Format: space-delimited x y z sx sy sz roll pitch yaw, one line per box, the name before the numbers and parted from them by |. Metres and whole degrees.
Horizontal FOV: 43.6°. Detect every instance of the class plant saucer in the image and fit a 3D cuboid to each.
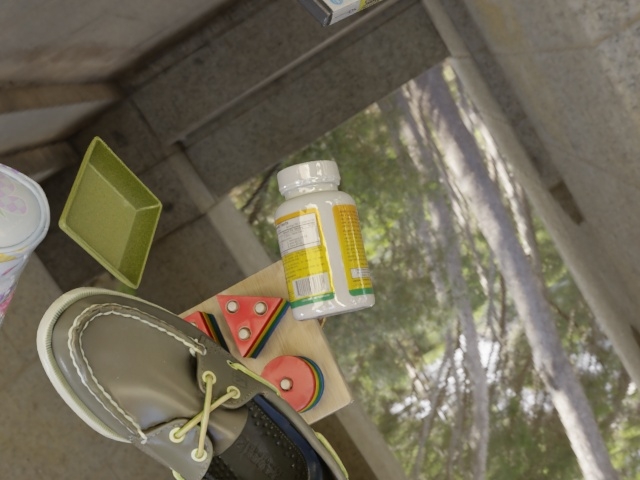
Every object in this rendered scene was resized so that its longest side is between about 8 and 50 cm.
plant saucer | -0.350 -0.041 1.312 0.045 0.188 0.188 -13 -132 24

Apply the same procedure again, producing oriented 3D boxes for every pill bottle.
pill bottle | 0.000 0.000 1.113 0.118 0.208 0.117 -11 173 -2

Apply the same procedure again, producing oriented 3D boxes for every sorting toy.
sorting toy | -0.120 0.194 1.266 0.256 0.257 0.089 -29 163 8

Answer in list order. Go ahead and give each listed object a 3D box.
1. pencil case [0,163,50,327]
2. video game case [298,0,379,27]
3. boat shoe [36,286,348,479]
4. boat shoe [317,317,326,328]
pencil case | -0.387 0.028 0.889 0.273 0.114 0.124 -44 -156 48
video game case | 0.011 -0.522 1.433 0.248 0.275 0.035 -34 164 -30
boat shoe | -0.084 0.141 0.630 0.091 0.305 0.109 4 -126 51
boat shoe | -0.043 0.157 1.403 0.178 0.064 0.060 -62 152 1
